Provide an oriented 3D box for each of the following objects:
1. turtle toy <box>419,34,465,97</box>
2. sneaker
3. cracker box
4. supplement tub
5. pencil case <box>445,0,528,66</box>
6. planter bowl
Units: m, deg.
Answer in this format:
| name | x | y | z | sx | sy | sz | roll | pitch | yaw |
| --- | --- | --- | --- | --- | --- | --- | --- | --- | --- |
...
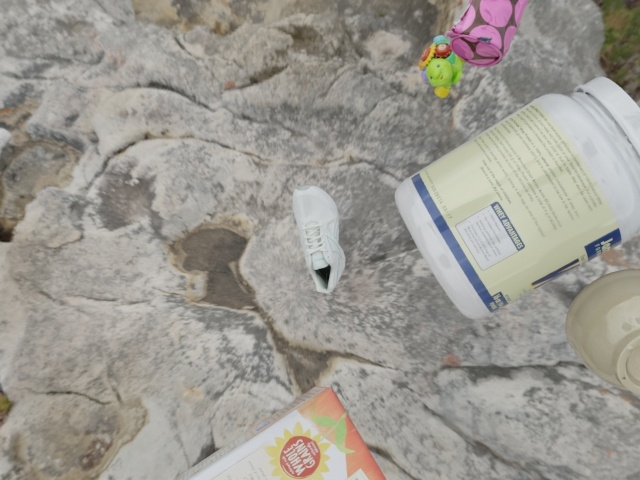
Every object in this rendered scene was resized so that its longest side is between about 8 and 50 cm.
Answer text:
| name | x | y | z | sx | sy | sz | roll | pitch | yaw |
| --- | --- | --- | --- | --- | --- | --- | --- | --- | --- |
| turtle toy | 0.202 | -0.292 | 1.038 | 0.066 | 0.130 | 0.095 | 21 | 124 | -14 |
| sneaker | 0.000 | 0.000 | 0.786 | 0.053 | 0.061 | 0.152 | -9 | 123 | 14 |
| cracker box | -0.053 | 0.245 | 0.497 | 0.232 | 0.067 | 0.156 | -30 | 85 | -16 |
| supplement tub | 0.297 | -0.059 | 0.893 | 0.325 | 0.235 | 0.235 | -31 | 87 | 13 |
| pencil case | 0.266 | -0.373 | 0.934 | 0.098 | 0.095 | 0.209 | 24 | 84 | -12 |
| planter bowl | 0.416 | 0.133 | 0.809 | 0.162 | 0.109 | 0.162 | 2 | 113 | 4 |
